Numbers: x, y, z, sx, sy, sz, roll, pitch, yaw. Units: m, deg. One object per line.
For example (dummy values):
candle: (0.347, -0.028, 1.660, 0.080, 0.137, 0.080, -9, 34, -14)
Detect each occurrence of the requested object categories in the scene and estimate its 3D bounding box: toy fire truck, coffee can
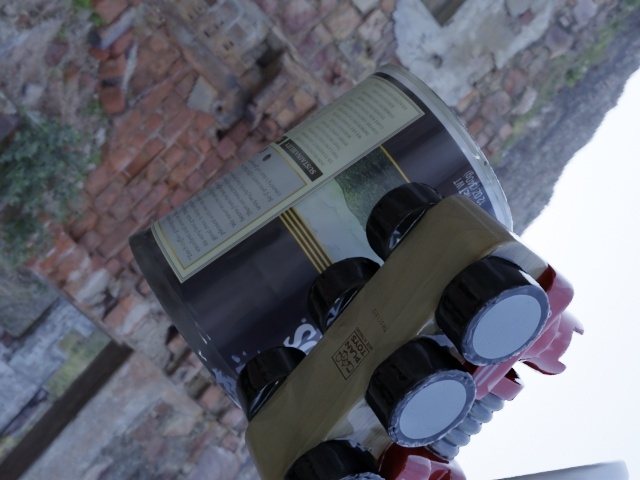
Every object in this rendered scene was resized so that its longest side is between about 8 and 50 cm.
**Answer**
toy fire truck: (0.090, 0.096, 0.524, 0.217, 0.246, 0.158, -52, -141, 11)
coffee can: (0.000, 0.000, 0.672, 0.275, 0.201, 0.201, -36, -163, -5)

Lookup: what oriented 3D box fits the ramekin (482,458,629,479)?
ramekin: (0.237, 0.343, 0.879, 0.273, 0.273, 0.127, -28, -118, 42)
